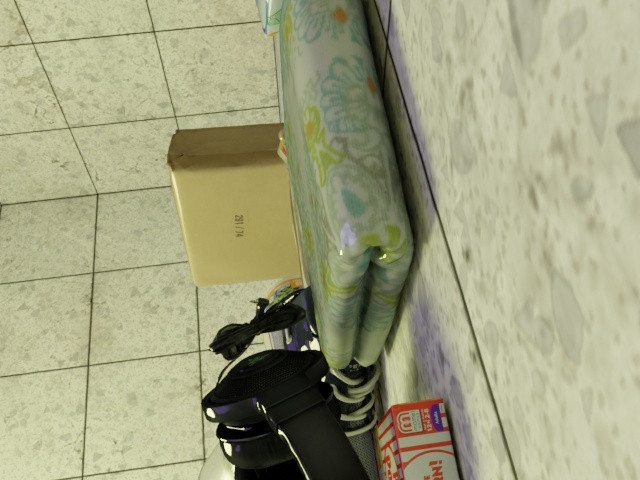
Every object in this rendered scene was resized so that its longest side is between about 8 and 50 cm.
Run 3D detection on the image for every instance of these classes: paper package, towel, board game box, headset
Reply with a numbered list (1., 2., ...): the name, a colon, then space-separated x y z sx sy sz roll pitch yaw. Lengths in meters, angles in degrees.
1. paper package: -0.151 -0.079 1.530 0.168 0.310 0.324 -98 4 -50
2. towel: 0.023 -0.057 0.773 0.374 0.090 0.320 91 168 -63
3. board game box: 0.086 0.228 0.616 0.193 0.045 0.146 93 169 -67
4. headset: -0.017 0.199 0.738 0.394 0.185 0.243 41 148 50

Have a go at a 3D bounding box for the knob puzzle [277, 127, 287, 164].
1. knob puzzle: -0.022 -0.186 1.049 0.213 0.030 0.213 -170 90 -66

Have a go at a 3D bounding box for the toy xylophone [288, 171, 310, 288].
1. toy xylophone: 0.000 0.000 1.164 0.236 0.081 0.322 96 167 -71

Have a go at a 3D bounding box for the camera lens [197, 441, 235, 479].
1. camera lens: -0.060 0.364 1.109 0.274 0.219 0.219 -58 30 39

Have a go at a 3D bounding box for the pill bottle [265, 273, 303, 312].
1. pill bottle: -0.027 0.204 1.385 0.272 0.152 0.152 -103 8 -53

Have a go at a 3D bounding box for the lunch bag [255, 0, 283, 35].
1. lunch bag: -0.029 -0.378 0.755 0.303 0.115 0.243 93 167 -63

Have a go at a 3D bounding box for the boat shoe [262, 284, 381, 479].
1. boat shoe: 0.026 0.213 0.940 0.158 0.127 0.340 -47 63 54
